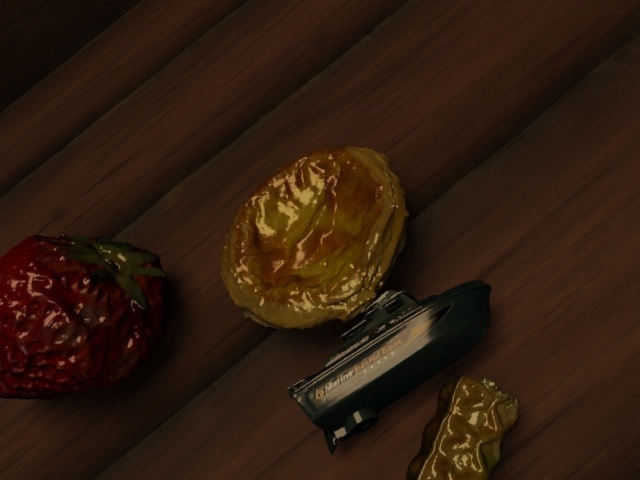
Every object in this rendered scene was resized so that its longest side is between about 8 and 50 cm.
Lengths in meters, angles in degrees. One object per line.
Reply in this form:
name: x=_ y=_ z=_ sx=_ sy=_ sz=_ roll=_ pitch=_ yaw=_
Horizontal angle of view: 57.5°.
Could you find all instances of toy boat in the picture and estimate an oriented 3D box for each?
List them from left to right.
toy boat: x=0.099 y=0.142 z=0.767 sx=0.296 sy=0.114 sz=0.122 roll=-36 pitch=55 yaw=2

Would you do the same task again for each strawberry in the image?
strawberry: x=-0.416 y=0.148 z=0.969 sx=0.292 sy=0.292 sz=0.310 roll=21 pitch=95 yaw=39

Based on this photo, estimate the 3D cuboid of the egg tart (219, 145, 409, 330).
egg tart: x=0.000 y=-0.001 z=0.921 sx=0.341 sy=0.132 sz=0.341 roll=-17 pitch=49 yaw=20

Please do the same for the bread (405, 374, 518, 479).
bread: x=0.138 y=0.283 z=0.656 sx=0.098 sy=0.087 sz=0.269 roll=13 pitch=63 yaw=35
